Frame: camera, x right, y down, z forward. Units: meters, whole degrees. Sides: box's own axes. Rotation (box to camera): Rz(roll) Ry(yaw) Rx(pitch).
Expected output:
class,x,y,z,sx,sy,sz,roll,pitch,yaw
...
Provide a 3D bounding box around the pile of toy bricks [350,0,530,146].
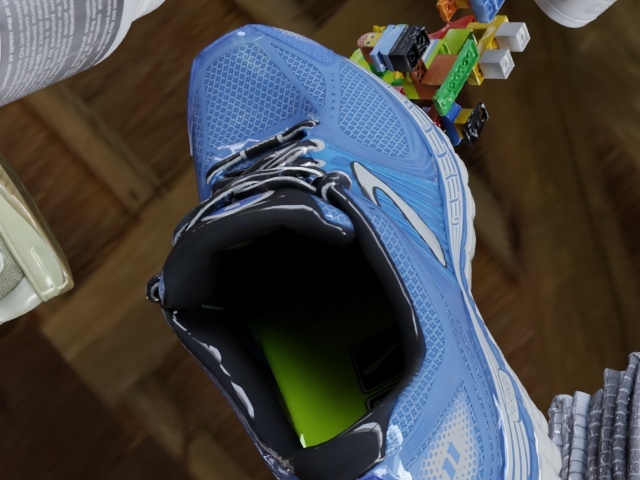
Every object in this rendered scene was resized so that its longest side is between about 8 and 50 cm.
class,x,y,z,sx,sy,sz,roll,pitch,yaw
pile of toy bricks,0.053,-0.116,1.202,0.105,0.212,0.118,5,-42,35

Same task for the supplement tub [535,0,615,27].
class,x,y,z,sx,sy,sz,roll,pitch,yaw
supplement tub,0.219,-0.222,1.318,0.071,0.071,0.107,50,-42,-1

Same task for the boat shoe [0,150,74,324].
class,x,y,z,sx,sy,sz,roll,pitch,yaw
boat shoe,-0.149,-0.032,0.638,0.153,0.048,0.056,62,-3,-32

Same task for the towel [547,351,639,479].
class,x,y,z,sx,sy,sz,roll,pitch,yaw
towel,0.333,0.258,1.560,0.235,0.284,0.121,36,-59,-13

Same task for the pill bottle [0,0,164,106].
class,x,y,z,sx,sy,sz,roll,pitch,yaw
pill bottle,-0.251,-0.194,1.281,0.176,0.318,0.176,15,-61,29

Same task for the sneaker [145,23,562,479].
class,x,y,z,sx,sy,sz,roll,pitch,yaw
sneaker,0.000,0.000,0.745,0.147,0.129,0.330,46,14,-44
